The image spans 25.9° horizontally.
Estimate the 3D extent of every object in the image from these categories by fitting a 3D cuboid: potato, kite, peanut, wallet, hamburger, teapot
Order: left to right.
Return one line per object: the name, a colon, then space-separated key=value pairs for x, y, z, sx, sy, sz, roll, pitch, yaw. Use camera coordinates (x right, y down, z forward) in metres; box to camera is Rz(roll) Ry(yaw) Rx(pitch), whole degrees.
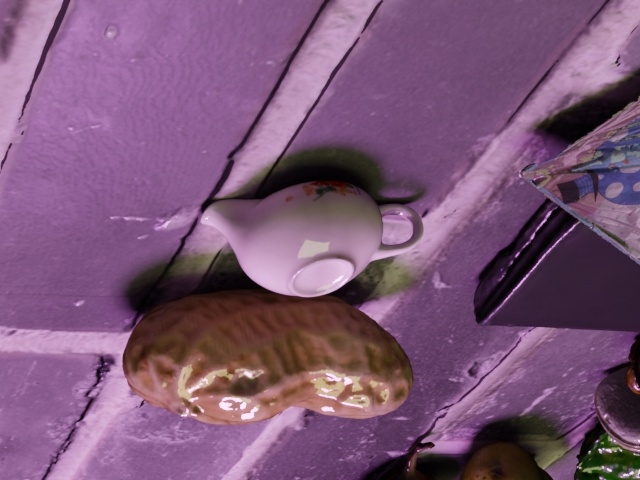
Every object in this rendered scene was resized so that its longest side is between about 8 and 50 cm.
peanut: x=-0.049 y=0.128 z=1.486 sx=0.325 sy=0.153 sz=0.140 roll=7 pitch=130 yaw=-17
teapot: x=0.000 y=0.000 z=1.365 sx=0.226 sy=0.092 sz=0.145 roll=-3 pitch=148 yaw=-23
potato: x=0.271 y=0.380 z=1.995 sx=0.143 sy=0.169 sz=0.248 roll=-11 pitch=148 yaw=13
hamburger: x=0.440 y=0.222 z=1.849 sx=0.140 sy=0.133 sz=0.062 roll=-25 pitch=140 yaw=3
wallet: x=0.394 y=0.032 z=1.593 sx=0.406 sy=0.062 sz=0.228 roll=5 pitch=144 yaw=-27
kite: x=0.370 y=-0.083 z=1.376 sx=0.368 sy=0.014 sz=0.406 roll=-6 pitch=138 yaw=-12

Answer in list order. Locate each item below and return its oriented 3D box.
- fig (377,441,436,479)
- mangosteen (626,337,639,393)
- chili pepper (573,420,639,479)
fig: x=0.116 y=0.391 z=1.995 sx=0.149 sy=0.148 sz=0.202 roll=-39 pitch=113 yaw=-20
mangosteen: x=0.451 y=0.159 z=1.778 sx=0.140 sy=0.140 sz=0.140 roll=-10 pitch=149 yaw=-6
chili pepper: x=0.529 y=0.285 z=1.954 sx=0.385 sy=0.213 sz=0.167 roll=-8 pitch=-161 yaw=28
